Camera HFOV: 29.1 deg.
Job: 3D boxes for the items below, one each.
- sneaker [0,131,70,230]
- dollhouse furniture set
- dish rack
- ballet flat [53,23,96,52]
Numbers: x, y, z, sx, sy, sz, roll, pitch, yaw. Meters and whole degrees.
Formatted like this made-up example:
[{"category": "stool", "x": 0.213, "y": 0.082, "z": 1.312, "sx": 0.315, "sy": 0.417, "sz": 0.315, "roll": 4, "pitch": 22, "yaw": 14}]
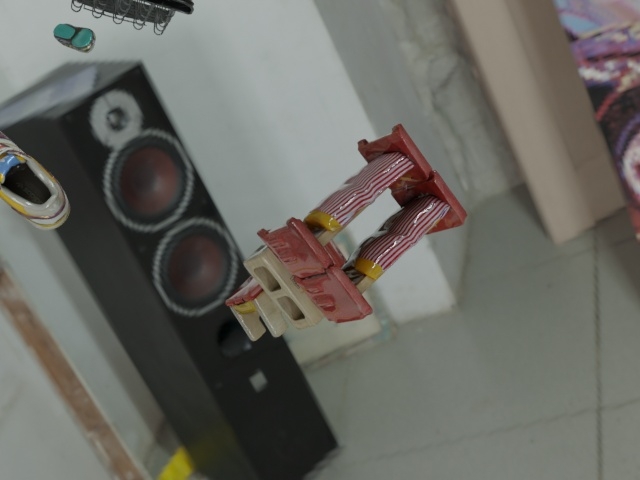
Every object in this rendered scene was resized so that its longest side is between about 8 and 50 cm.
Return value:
[{"category": "sneaker", "x": -0.355, "y": -0.087, "z": 1.360, "sx": 0.069, "sy": 0.185, "sz": 0.084, "roll": -55, "pitch": -2, "yaw": -16}, {"category": "dollhouse furniture set", "x": 0.000, "y": 0.000, "z": 1.631, "sx": 0.201, "sy": 0.152, "sz": 0.374, "roll": -43, "pitch": 11, "yaw": -25}, {"category": "dish rack", "x": -0.337, "y": -0.418, "z": 2.125, "sx": 0.271, "sy": 0.208, "sz": 0.074, "roll": 155, "pitch": 128, "yaw": -69}, {"category": "ballet flat", "x": -0.373, "y": -0.311, "z": 1.917, "sx": 0.041, "sy": 0.041, "sz": 0.114, "roll": -38, "pitch": 39, "yaw": -23}]
